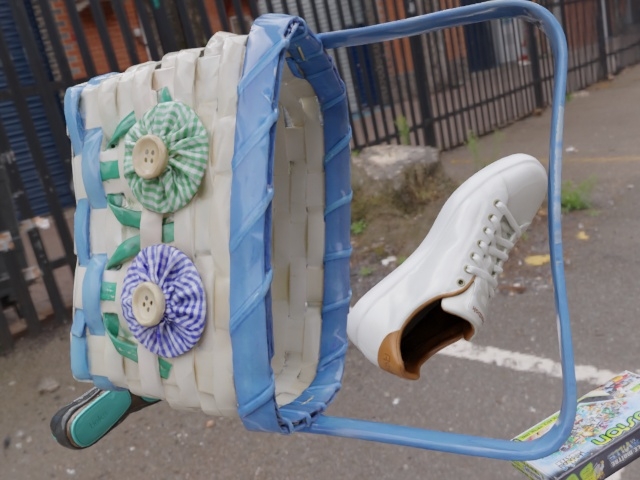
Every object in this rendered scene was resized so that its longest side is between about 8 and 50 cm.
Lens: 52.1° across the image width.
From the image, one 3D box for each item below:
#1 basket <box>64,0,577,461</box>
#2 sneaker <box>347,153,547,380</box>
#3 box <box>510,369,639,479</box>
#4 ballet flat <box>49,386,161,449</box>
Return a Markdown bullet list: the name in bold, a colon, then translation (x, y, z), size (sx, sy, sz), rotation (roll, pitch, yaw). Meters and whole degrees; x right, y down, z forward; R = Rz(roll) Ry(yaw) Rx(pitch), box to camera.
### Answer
- **basket**: translation (0.000, 0.000, 0.396), size (0.288, 0.255, 0.201), rotation (-3, -2, 10)
- **sneaker**: translation (0.165, 0.035, 0.705), size (0.290, 0.106, 0.123), rotation (-48, 34, -2)
- **box**: translation (0.349, 0.241, 0.824), size (0.206, 0.036, 0.114), rotation (-26, 11, -13)
- **ballet flat**: translation (-0.338, 0.253, 1.118), size (0.096, 0.095, 0.280), rotation (-7, 13, 39)
